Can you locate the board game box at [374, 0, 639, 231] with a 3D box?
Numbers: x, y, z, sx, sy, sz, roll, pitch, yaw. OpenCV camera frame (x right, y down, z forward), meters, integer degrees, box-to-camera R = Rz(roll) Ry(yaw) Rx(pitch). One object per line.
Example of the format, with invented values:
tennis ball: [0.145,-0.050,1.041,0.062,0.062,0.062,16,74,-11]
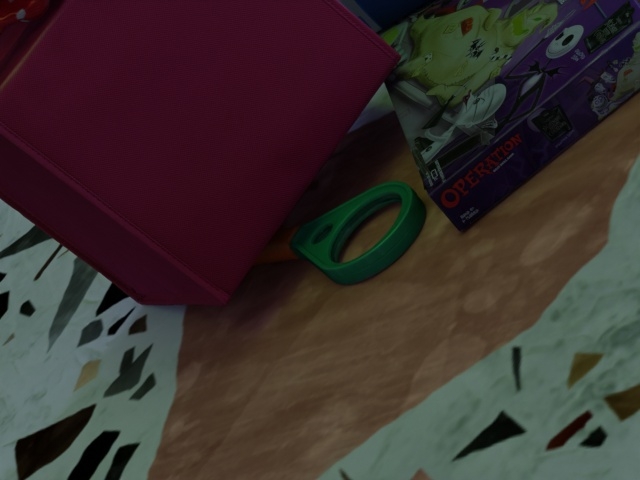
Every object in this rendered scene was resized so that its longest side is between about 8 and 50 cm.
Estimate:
board game box: [0.148,-0.156,1.579,0.208,0.056,0.347,-36,25,10]

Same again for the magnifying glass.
magnifying glass: [0.000,0.000,1.590,0.231,0.026,0.092,-7,44,52]

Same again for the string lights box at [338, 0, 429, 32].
string lights box: [0.114,-0.285,1.693,0.259,0.077,0.133,-27,29,34]

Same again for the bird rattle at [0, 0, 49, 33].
bird rattle: [-0.249,-0.260,1.598,0.207,0.143,0.253,-38,18,-11]

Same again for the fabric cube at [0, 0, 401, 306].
fabric cube: [-0.140,-0.119,1.663,0.258,0.254,0.259,-57,18,-13]
